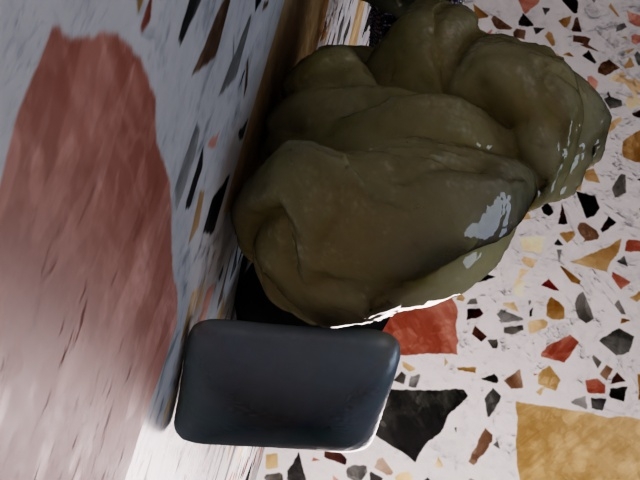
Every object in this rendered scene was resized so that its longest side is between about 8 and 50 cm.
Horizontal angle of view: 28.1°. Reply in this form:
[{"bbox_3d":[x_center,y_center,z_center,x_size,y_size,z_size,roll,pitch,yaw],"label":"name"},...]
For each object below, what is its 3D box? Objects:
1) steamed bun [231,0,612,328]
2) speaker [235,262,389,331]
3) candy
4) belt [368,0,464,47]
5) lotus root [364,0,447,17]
[{"bbox_3d":[0.075,-0.079,1.121,0.372,0.230,0.325,-35,-168,-34],"label":"steamed bun"},{"bbox_3d":[0.000,0.000,1.415,0.388,0.184,0.180,-58,155,-36],"label":"speaker"},{"bbox_3d":[-0.030,0.124,1.063,0.071,0.174,0.138,-96,-165,-47],"label":"candy"},{"bbox_3d":[0.111,-0.328,1.476,0.260,0.122,0.324,93,2,-58],"label":"belt"},{"bbox_3d":[0.072,-0.298,1.117,0.235,0.138,0.119,99,2,-69],"label":"lotus root"}]
